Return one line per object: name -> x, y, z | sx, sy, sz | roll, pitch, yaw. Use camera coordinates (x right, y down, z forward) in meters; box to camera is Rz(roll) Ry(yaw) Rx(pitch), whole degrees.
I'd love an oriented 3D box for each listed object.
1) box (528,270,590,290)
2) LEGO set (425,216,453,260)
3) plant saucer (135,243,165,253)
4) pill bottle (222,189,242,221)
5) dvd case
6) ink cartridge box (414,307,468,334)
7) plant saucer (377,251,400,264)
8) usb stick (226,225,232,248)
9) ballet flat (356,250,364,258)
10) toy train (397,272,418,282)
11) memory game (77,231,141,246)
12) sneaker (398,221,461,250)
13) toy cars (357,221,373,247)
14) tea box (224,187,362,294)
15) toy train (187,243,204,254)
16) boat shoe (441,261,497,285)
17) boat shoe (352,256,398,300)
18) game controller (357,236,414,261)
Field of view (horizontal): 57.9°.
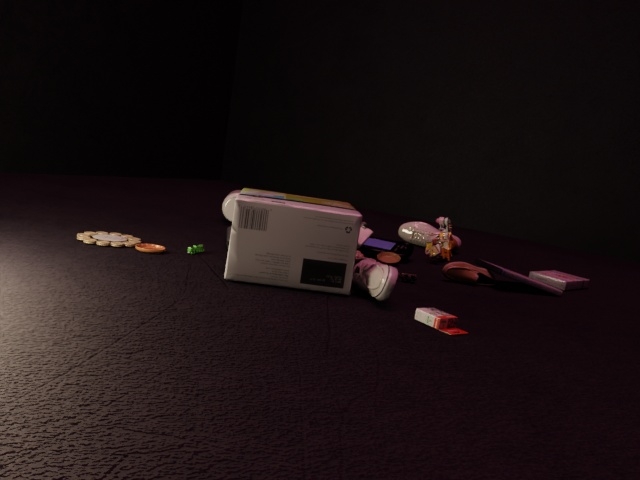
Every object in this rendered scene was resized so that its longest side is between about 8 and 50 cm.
box -> 0.885, 0.147, 2.147 | 0.186, 0.038, 0.145 | 0, 12, -40
LEGO set -> 0.458, 0.023, 2.320 | 0.107, 0.132, 0.287 | -5, 26, 26
plant saucer -> -0.490, 0.024, 1.668 | 0.084, 0.013, 0.083 | 9, 8, -1
pill bottle -> -0.353, -0.143, 2.475 | 0.131, 0.131, 0.229 | 8, 9, -6
dvd case -> 0.670, 0.123, 1.972 | 0.253, 0.022, 0.180 | 19, 6, -15
ink cartridge box -> 0.281, 0.186, 1.341 | 0.063, 0.029, 0.115 | 2, 10, -37
plant saucer -> 0.242, 0.066, 2.051 | 0.084, 0.015, 0.083 | 2, 25, -1
usb stick -> -0.284, -0.010, 1.977 | 0.077, 0.045, 0.278 | 8, 9, -10
ballet flat -> 0.021, 0.039, 1.820 | 0.241, 0.077, 0.091 | 4, 48, 1
toy train -> 0.223, 0.109, 1.786 | 0.159, 0.027, 0.036 | 8, -2, -3
memory game -> -0.626, -0.004, 1.717 | 0.186, 0.012, 0.186 | 9, 8, -1
sneaker -> 0.475, -0.020, 2.576 | 0.290, 0.105, 0.123 | 14, 8, 25
toy cars -> -0.006, -0.035, 2.138 | 0.394, 0.176, 0.087 | 0, -34, -2
tea box -> -0.077, -0.008, 1.606 | 0.329, 0.219, 0.323 | 8, 8, -6
toy train -> -0.373, 0.026, 1.737 | 0.017, 0.023, 0.083 | 12, 10, 18
boat shoe -> 0.494, 0.115, 1.900 | 0.190, 0.068, 0.072 | 6, 21, -17
boat shoe -> 0.129, 0.090, 1.532 | 0.088, 0.096, 0.267 | 22, 5, -11
game controller -> 0.189, 0.018, 2.193 | 0.320, 0.067, 0.166 | 11, 9, 18
